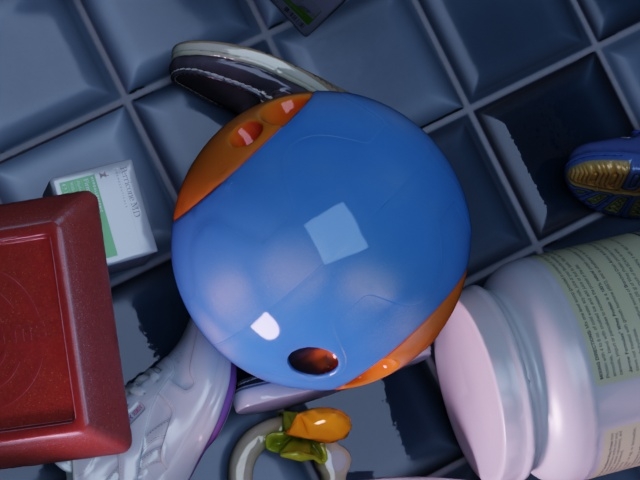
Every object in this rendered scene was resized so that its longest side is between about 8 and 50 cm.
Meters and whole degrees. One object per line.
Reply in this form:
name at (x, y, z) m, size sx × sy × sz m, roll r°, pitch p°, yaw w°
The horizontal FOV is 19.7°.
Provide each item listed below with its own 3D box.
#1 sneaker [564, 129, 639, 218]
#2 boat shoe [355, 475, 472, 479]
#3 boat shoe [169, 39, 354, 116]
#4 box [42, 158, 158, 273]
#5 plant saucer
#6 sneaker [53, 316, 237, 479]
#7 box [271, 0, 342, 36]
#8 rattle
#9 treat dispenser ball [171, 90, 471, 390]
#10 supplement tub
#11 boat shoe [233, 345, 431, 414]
sneaker at (0.401, -0.103, 2.014) m, size 0.297 × 0.112 × 0.131 m, roll -1°, pitch 67°, yaw -14°
boat shoe at (0.155, 0.296, 1.914) m, size 0.268 × 0.096 × 0.088 m, roll 9°, pitch 77°, yaw -19°
boat shoe at (-0.029, -0.121, 1.912) m, size 0.285 × 0.103 × 0.092 m, roll 22°, pitch 75°, yaw -15°
box at (-0.222, -0.018, 1.857) m, size 0.087 × 0.102 × 0.101 m, roll -16°, pitch 86°, yaw -15°
plant saucer at (-0.328, 0.096, 1.793) m, size 0.259 × 0.048 × 0.259 m, roll -9°, pitch 87°, yaw 12°
sneaker at (-0.184, 0.188, 1.836) m, size 0.152 × 0.114 × 0.305 m, roll 26°, pitch 79°, yaw -9°
box at (-0.043, -0.357, 1.867) m, size 0.127 × 0.231 × 0.262 m, roll -45°, pitch 93°, yaw -13°
rattle at (-0.041, 0.268, 1.851) m, size 0.130 × 0.143 × 0.199 m, roll 48°, pitch 70°, yaw -22°
treat dispenser ball at (0.000, 0.000, 1.765) m, size 0.288 × 0.288 × 0.288 m, roll 1°, pitch 84°, yaw -12°
supplement tub at (0.301, 0.115, 1.887) m, size 0.325 × 0.235 × 0.235 m, roll -12°, pitch 87°, yaw -13°
boat shoe at (0.006, 0.116, 1.899) m, size 0.229 × 0.080 × 0.076 m, roll -16°, pitch 78°, yaw -22°
